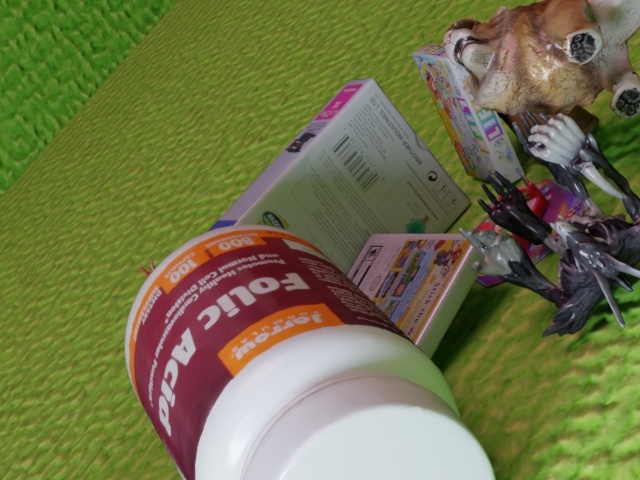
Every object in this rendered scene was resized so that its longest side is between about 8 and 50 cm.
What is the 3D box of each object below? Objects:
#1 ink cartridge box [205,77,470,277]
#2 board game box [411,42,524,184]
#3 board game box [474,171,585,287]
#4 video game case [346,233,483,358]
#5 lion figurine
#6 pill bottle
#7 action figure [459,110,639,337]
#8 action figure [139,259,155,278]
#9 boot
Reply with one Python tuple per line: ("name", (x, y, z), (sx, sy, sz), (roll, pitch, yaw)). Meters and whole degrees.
("ink cartridge box", (0.000, 0.000, 1.801), (0.311, 0.186, 0.065), (-49, 24, -21))
("board game box", (0.158, -0.137, 1.853), (0.026, 0.154, 0.103), (-30, 17, -12))
("board game box", (0.190, -0.020, 1.724), (0.133, 0.033, 0.168), (-41, 19, -2))
("video game case", (0.054, 0.092, 1.681), (0.227, 0.026, 0.206), (-59, 24, -15))
("lion figurine", (0.292, -0.260, 1.643), (0.392, 0.142, 0.240), (-47, 19, 11))
("pill bottle", (-0.017, 0.146, 1.431), (0.224, 0.224, 0.392), (-41, 26, -3))
("action figure", (0.207, -0.019, 1.525), (0.164, 0.141, 0.276), (-53, 20, 10))
("action figure", (-0.122, 0.071, 1.962), (0.280, 0.139, 0.091), (-29, 21, 36))
("boot", (0.206, -0.164, 1.827), (0.073, 0.152, 0.197), (-42, 19, -7))
